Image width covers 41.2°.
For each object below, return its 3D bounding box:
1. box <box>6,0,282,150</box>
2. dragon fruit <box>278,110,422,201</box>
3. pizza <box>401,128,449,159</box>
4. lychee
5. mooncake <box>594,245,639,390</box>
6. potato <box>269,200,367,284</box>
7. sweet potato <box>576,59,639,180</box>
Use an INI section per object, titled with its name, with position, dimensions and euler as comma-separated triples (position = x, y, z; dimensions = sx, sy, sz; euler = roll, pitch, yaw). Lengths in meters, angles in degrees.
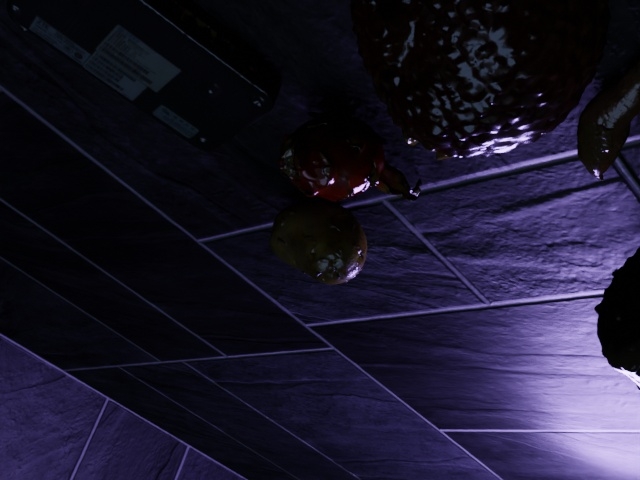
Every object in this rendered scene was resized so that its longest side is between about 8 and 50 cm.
[box]
position = -0.237, -0.264, 1.159
dimensions = 0.350, 0.058, 0.211
euler = 34, 148, -23
[dragon fruit]
position = 0.051, -0.103, 1.203
dimensions = 0.246, 0.125, 0.125
euler = 20, -174, -31
[pizza]
position = 0.143, -0.177, 1.067
dimensions = 0.147, 0.069, 0.226
euler = 0, 145, 35
[lychee]
position = 0.154, -0.214, 0.834
dimensions = 0.260, 0.260, 0.260
euler = 15, 150, 9
[mooncake]
position = 0.477, 0.094, 1.171
dimensions = 0.124, 0.228, 0.228
euler = 34, 149, -8
[potato]
position = 0.000, 0.000, 1.397
dimensions = 0.176, 0.137, 0.137
euler = 29, 158, 30
[sweet potato]
position = 0.342, -0.155, 0.995
dimensions = 0.068, 0.068, 0.226
euler = 17, 142, 5
